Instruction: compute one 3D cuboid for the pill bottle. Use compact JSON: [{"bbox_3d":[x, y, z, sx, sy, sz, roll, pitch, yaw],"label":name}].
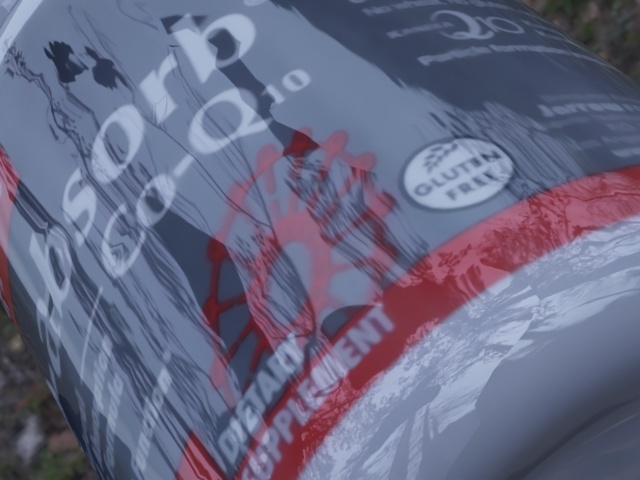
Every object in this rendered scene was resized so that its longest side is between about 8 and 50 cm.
[{"bbox_3d":[0.000,0.000,0.510,0.210,0.210,0.363,-39,42,-3],"label":"pill bottle"}]
